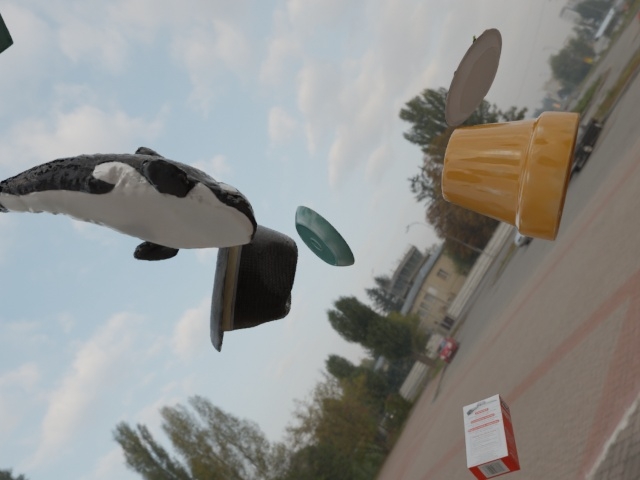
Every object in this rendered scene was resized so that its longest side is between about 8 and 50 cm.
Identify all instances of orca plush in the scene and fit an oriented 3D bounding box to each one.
[{"bbox_3d":[-0.217,-0.057,0.591,0.151,0.287,0.102,87,-179,-48],"label":"orca plush"}]

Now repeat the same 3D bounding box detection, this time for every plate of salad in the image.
[{"bbox_3d":[0.302,-0.329,1.043,0.200,0.048,0.200,-39,-31,-30],"label":"plate of salad"}]

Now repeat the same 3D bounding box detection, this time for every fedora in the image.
[{"bbox_3d":[-0.127,0.068,1.046,0.334,0.152,0.334,-174,90,-84],"label":"fedora"}]

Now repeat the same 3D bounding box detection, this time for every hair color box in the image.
[{"bbox_3d":[0.366,0.423,1.116,0.093,0.053,0.167,-32,20,26],"label":"hair color box"}]

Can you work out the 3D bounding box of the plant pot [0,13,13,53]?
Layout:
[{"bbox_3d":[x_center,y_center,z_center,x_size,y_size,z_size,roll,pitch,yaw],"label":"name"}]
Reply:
[{"bbox_3d":[-0.584,-0.305,0.728,0.234,0.165,0.165,-28,-46,-24],"label":"plant pot"}]

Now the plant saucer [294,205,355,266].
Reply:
[{"bbox_3d":[0.000,0.000,0.763,0.021,0.119,0.119,-45,-19,-16],"label":"plant saucer"}]

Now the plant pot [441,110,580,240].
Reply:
[{"bbox_3d":[0.312,-0.115,0.862,0.205,0.188,0.205,-36,-49,-55],"label":"plant pot"}]
